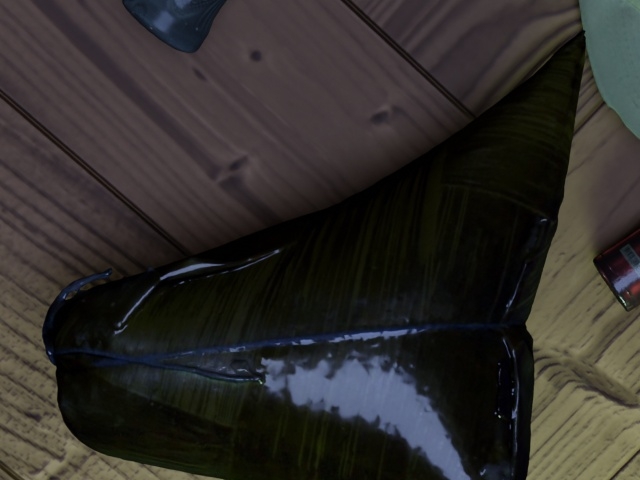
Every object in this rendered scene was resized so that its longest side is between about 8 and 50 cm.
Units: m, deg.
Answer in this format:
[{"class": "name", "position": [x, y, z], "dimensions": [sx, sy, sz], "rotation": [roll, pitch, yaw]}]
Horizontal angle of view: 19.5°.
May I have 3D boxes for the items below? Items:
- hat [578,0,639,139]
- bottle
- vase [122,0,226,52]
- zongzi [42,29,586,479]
[{"class": "hat", "position": [0.322, -0.208, 1.489], "dimensions": [0.258, 0.168, 0.301], "rotation": [-4, 105, -3]}, {"class": "bottle", "position": [0.316, -0.006, 1.601], "dimensions": [0.164, 0.060, 0.060], "rotation": [-35, 105, 4]}, {"class": "vase", "position": [-0.066, -0.254, 1.484], "dimensions": [0.096, 0.096, 0.219], "rotation": [36, 102, -13]}, {"class": "zongzi", "position": [0.000, 0.000, 1.528], "dimensions": [0.403, 0.208, 0.432], "rotation": [12, 86, 2]}]
